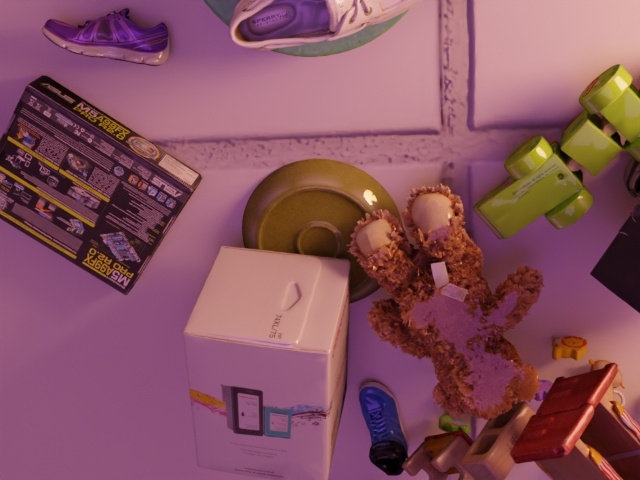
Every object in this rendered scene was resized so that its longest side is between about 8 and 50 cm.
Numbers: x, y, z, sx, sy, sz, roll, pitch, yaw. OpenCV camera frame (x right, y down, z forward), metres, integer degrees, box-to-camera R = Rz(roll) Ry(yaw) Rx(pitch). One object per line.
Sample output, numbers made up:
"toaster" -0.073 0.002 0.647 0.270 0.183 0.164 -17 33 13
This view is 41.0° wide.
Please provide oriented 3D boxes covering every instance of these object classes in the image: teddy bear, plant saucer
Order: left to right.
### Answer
"plant saucer" 0.000 0.000 1.251 0.241 0.037 0.241 3 116 6
"teddy bear" 0.179 0.083 1.198 0.338 0.113 0.245 44 104 -4

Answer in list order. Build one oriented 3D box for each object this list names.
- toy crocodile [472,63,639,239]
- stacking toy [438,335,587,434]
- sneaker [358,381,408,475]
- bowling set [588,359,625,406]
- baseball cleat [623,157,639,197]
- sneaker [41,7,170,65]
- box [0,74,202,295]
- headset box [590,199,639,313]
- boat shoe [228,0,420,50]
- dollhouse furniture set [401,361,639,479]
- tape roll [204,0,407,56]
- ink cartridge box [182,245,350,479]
"toy crocodile" 0.345 -0.122 1.116 0.115 0.105 0.340 43 117 -6
"stacking toy" 0.289 0.223 1.312 0.221 0.052 0.167 2 112 10
"sneaker" 0.099 0.302 1.354 0.058 0.084 0.152 -15 112 14
"bowling set" 0.479 0.318 1.290 0.287 0.154 0.200 34 129 5
"baseball cleat" 0.474 -0.127 1.083 0.072 0.109 0.206 39 112 -1
"sneaker" -0.286 -0.280 1.153 0.170 0.068 0.071 7 101 -5
"box" -0.342 -0.076 1.250 0.270 0.060 0.216 32 116 -8
"headset box" 0.468 -0.022 1.032 0.110 0.293 0.218 43 119 29
"boat shoe" 0.022 -0.279 0.996 0.277 0.096 0.098 -20 111 16
"dollhouse furniture set" 0.316 0.322 1.213 0.201 0.152 0.374 48 148 -6
"tape roll" -0.013 -0.390 1.045 0.321 0.077 0.321 3 115 7
"ink cartridge box" -0.067 0.177 1.228 0.197 0.198 0.270 7 127 8
